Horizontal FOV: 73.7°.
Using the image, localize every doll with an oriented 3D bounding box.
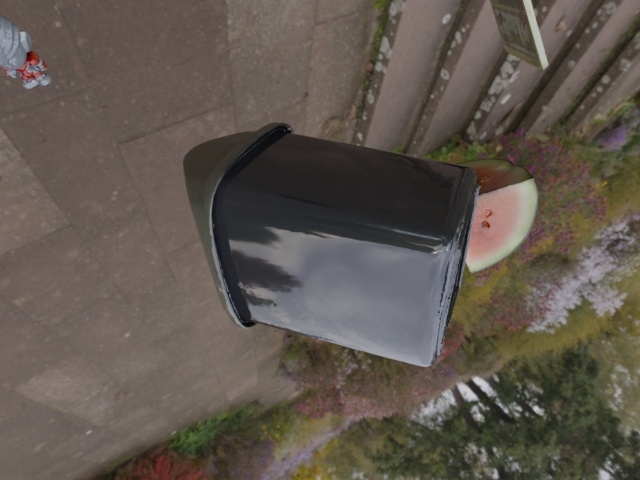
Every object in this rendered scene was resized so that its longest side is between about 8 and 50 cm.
[{"bbox_3d":[-0.517,-0.313,0.707,0.093,0.079,0.180,-14,168,-7],"label":"doll"}]

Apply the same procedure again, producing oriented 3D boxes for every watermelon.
[{"bbox_3d":[0.263,-0.063,0.711,0.145,0.137,0.193,-69,180,-53],"label":"watermelon"}]

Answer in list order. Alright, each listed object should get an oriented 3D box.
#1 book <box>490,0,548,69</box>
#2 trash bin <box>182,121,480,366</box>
[{"bbox_3d":[0.326,-0.397,0.732,0.013,0.168,0.192,-27,121,16],"label":"book"},{"bbox_3d":[0.000,0.000,0.451,0.182,0.290,0.210,-54,149,-45],"label":"trash bin"}]
